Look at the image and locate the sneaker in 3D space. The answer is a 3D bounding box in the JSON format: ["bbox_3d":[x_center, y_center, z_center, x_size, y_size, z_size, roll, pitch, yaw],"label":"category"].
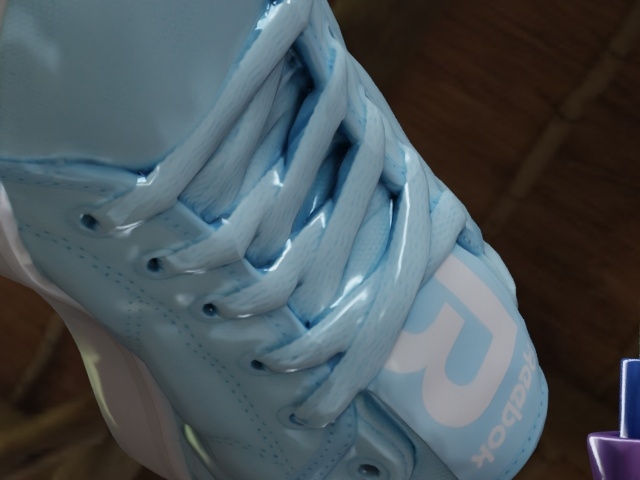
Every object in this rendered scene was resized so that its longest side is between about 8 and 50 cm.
[{"bbox_3d":[0.000,0.000,0.468,0.150,0.366,0.135,23,-108,19],"label":"sneaker"}]

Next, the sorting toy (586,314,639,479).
[{"bbox_3d":[0.278,0.047,0.631,0.127,0.366,0.126,169,-77,-78],"label":"sorting toy"}]
